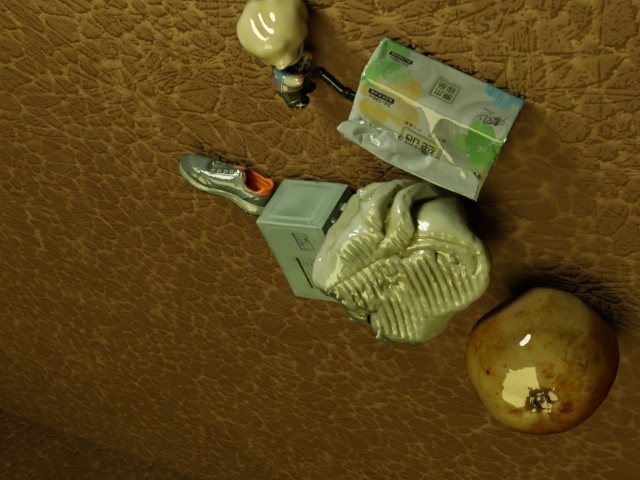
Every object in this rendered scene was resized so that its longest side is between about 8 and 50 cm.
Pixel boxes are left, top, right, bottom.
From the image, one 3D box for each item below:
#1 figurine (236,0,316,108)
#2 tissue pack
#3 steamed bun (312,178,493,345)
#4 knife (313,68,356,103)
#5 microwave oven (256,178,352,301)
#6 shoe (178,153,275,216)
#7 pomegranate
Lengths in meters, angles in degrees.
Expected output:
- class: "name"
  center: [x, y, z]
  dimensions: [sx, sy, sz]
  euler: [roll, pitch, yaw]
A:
- class: "figurine"
  center: [-0.053, -0.282, 1.452]
  dimensions: [0.108, 0.114, 0.196]
  euler: [9, 145, 31]
- class: "tissue pack"
  center: [0.153, -0.161, 1.413]
  dimensions: [0.230, 0.145, 0.159]
  euler: [26, 146, 7]
- class: "steamed bun"
  center: [0.141, 0.013, 1.622]
  dimensions: [0.268, 0.207, 0.280]
  euler: [25, 122, -15]
- class: "knife"
  center: [0.059, -0.221, 1.534]
  dimensions: [0.170, 0.010, 0.023]
  euler: [37, 153, -10]
- class: "microwave oven"
  center: [0.000, 0.000, 1.772]
  dimensions: [0.162, 0.122, 0.208]
  euler: [7, 140, 33]
- class: "shoe"
  center: [-0.170, -0.120, 1.806]
  dimensions: [0.195, 0.074, 0.077]
  euler: [29, 136, -1]
- class: "pomegranate"
  center: [0.371, 0.194, 1.642]
  dimensions: [0.252, 0.270, 0.229]
  euler: [-41, 102, 21]
